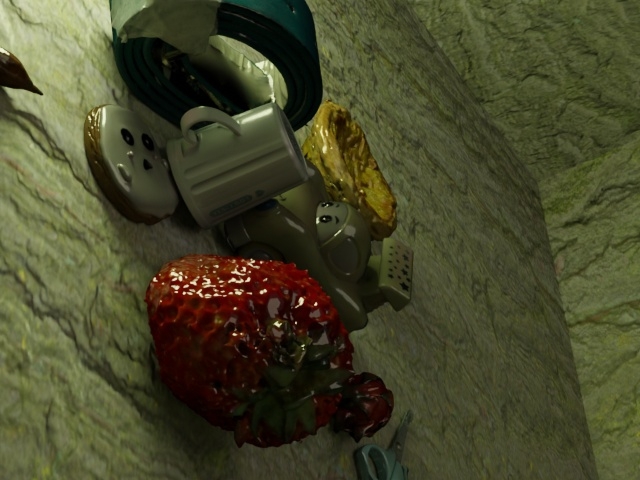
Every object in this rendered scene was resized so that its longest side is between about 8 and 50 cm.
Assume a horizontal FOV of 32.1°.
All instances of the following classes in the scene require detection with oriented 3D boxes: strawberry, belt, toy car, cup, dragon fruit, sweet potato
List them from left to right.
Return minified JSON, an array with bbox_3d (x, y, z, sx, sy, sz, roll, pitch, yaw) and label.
[{"bbox_3d":[-0.438,-0.236,1.577,0.117,0.049,0.049,35,38,-44],"label":"sweet potato"},{"bbox_3d":[-0.172,-0.337,1.922,0.436,0.300,0.173,31,40,-53],"label":"belt"},{"bbox_3d":[-0.141,-0.133,1.857,0.221,0.202,0.167,28,40,-80],"label":"cup"},{"bbox_3d":[-0.122,0.128,1.674,0.312,0.267,0.351,39,10,-37],"label":"strawberry"},{"bbox_3d":[0.000,0.000,2.059,0.336,0.226,0.242,55,26,-27],"label":"toy car"},{"bbox_3d":[0.069,0.304,2.069,0.142,0.130,0.121,9,93,-64],"label":"dragon fruit"}]

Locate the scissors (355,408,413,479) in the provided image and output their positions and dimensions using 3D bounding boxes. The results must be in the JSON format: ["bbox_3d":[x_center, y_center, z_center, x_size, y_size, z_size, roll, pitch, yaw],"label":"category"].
[{"bbox_3d":[0.152,0.428,2.217,0.191,0.029,0.360,59,24,-11],"label":"scissors"}]

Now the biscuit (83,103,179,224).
[{"bbox_3d":[-0.298,-0.126,1.774,0.208,0.049,0.181,67,22,-1],"label":"biscuit"}]

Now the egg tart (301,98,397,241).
[{"bbox_3d":[0.050,-0.139,2.424,0.341,0.129,0.341,48,27,-35],"label":"egg tart"}]
